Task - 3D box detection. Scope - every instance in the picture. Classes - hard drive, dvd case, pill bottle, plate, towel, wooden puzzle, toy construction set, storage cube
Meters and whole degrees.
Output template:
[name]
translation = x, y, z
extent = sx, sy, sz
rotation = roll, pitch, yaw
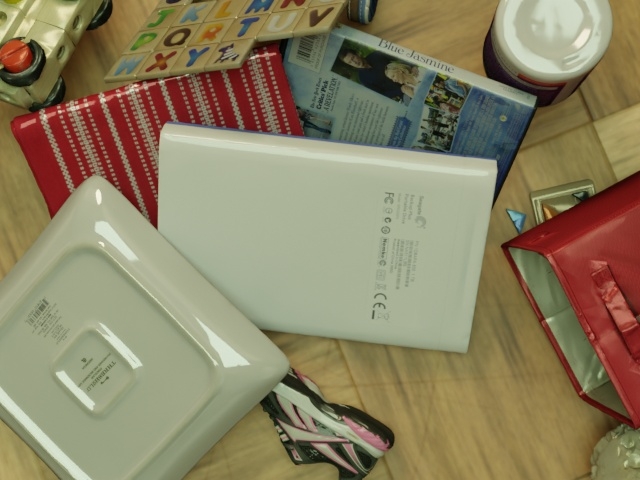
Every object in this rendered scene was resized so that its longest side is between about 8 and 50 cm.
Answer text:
[hard drive]
translation = 0.000, 0.000, 1.247
extent = 0.318, 0.040, 0.210
rotation = 7, 120, 3
[dvd case]
translation = 0.069, -0.114, 1.251
extent = 0.253, 0.180, 0.022
rotation = 21, 46, 3
[pill bottle]
translation = 0.214, -0.188, 1.227
extent = 0.108, 0.193, 0.108
rotation = 0, 85, 2
[plate]
translation = -0.217, 0.124, 1.252
extent = 0.278, 0.045, 0.277
rotation = 45, 108, 3
[towel]
translation = -0.149, -0.075, 1.263
extent = 0.274, 0.031, 0.199
rotation = -16, 124, 1
[wooden puzzle]
translation = 0.257, -0.023, 1.303
extent = 0.116, 0.014, 0.079
rotation = -20, 85, 1
[toy construction set]
translation = -0.325, -0.232, 1.264
extent = 0.215, 0.151, 0.328
rotation = 20, 87, 18
[storage cube]
translation = 0.312, 0.040, 1.198
extent = 0.193, 0.215, 0.184
rotation = -28, 93, -2

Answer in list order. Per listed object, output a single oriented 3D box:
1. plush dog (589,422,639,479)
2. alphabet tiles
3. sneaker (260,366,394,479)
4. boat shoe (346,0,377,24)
[plush dog]
translation = 0.367, 0.324, 1.202
extent = 0.225, 0.210, 0.263
rotation = 20, 88, -23
[alphabet tiles]
translation = -0.074, -0.225, 1.223
extent = 0.237, 0.009, 0.198
rotation = -2, 42, 30
[sneaker]
translation = -0.020, 0.186, 1.272
extent = 0.178, 0.072, 0.077
rotation = 31, 98, 10
[boat shoe]
translation = 0.024, -0.309, 1.314
extent = 0.066, 0.066, 0.183
rotation = -4, 76, 7
